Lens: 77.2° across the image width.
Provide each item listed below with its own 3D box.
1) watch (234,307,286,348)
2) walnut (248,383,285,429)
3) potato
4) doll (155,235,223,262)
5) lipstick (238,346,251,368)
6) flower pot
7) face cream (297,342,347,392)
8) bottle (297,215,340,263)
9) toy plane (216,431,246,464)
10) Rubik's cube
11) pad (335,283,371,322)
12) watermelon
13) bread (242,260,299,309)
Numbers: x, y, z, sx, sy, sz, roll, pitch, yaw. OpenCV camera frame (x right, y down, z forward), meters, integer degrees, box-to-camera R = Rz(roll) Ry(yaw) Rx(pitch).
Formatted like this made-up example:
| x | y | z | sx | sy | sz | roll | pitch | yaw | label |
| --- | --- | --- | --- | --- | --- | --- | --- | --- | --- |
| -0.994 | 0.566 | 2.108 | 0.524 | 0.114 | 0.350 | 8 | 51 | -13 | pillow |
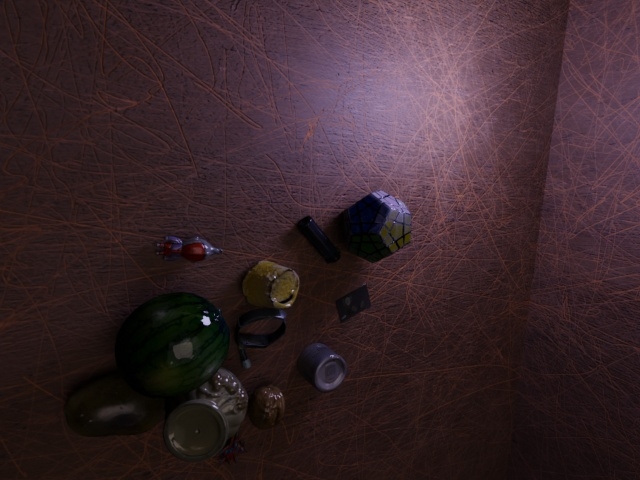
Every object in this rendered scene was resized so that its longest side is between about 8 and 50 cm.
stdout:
| x | y | z | sx | sy | sz | roll | pitch | yaw | label |
| --- | --- | --- | --- | --- | --- | --- | --- | --- | --- |
| -0.243 | 0.350 | 1.606 | 0.207 | 0.068 | 0.192 | 16 | 117 | -31 | watch |
| -0.227 | 0.705 | 1.686 | 0.156 | 0.155 | 0.183 | 10 | 97 | -34 | walnut |
| -0.682 | 0.555 | 1.350 | 0.308 | 0.173 | 0.209 | 8 | 99 | -36 | potato |
| -0.463 | 0.034 | 1.426 | 0.228 | 0.075 | 0.102 | 0 | 115 | -22 | doll |
| -0.316 | 0.468 | 1.643 | 0.037 | 0.037 | 0.115 | -22 | 109 | -27 | lipstick |
| -0.415 | 0.620 | 1.432 | 0.308 | 0.244 | 0.306 | -1 | 96 | -5 | flower pot |
| 0.009 | 0.570 | 1.800 | 0.178 | 0.153 | 0.177 | -7 | 104 | -32 | face cream |
| 0.000 | 0.000 | 1.710 | 0.082 | 0.072 | 0.244 | -38 | 120 | 1 | bottle |
| -0.368 | 0.849 | 1.683 | 0.130 | 0.061 | 0.189 | 7 | 93 | -32 | toy plane |
| 0.240 | -0.061 | 1.732 | 0.318 | 0.319 | 0.264 | -61 | 151 | -6 | Rubik's cube |
| 0.160 | 0.301 | 1.922 | 0.190 | 0.004 | 0.127 | -25 | 113 | -26 | pad |
| -0.482 | 0.338 | 1.333 | 0.364 | 0.363 | 0.362 | -8 | 105 | -31 | watermelon |
| -0.190 | 0.179 | 1.577 | 0.197 | 0.171 | 0.196 | -4 | 96 | -42 | bread |
